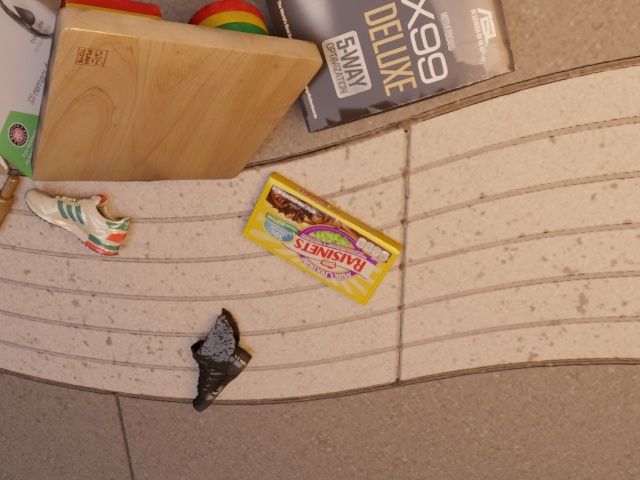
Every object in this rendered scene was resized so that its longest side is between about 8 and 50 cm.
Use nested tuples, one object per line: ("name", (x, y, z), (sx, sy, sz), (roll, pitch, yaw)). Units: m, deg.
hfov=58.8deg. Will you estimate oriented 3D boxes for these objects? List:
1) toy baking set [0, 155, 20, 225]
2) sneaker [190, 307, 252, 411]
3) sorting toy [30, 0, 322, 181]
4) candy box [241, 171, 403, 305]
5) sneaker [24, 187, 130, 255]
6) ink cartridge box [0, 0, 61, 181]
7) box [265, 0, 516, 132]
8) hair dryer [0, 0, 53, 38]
("toy baking set", (-0.562, -0.106, 0.883), (0.197, 0.030, 0.256), (44, 115, -7))
("sneaker", (-0.174, 0.194, 0.907), (0.089, 0.051, 0.170), (41, 111, -5))
("sorting toy", (-0.173, -0.166, 0.632), (0.257, 0.255, 0.090), (-40, 62, 51))
("candy box", (0.000, 0.000, 0.792), (0.205, 0.027, 0.105), (30, 120, 0))
("sneaker", (-0.358, -0.047, 0.853), (0.161, 0.057, 0.075), (33, 100, 0))
("ink cartridge box", (-0.409, -0.253, 0.732), (0.289, 0.121, 0.211), (38, 115, -4))
("box", (0.057, -0.301, 0.621), (0.242, 0.076, 0.308), (-12, 108, 19))
("hair dryer", (-0.282, -0.385, 0.579), (0.223, 0.080, 0.294), (-28, 107, -9))
